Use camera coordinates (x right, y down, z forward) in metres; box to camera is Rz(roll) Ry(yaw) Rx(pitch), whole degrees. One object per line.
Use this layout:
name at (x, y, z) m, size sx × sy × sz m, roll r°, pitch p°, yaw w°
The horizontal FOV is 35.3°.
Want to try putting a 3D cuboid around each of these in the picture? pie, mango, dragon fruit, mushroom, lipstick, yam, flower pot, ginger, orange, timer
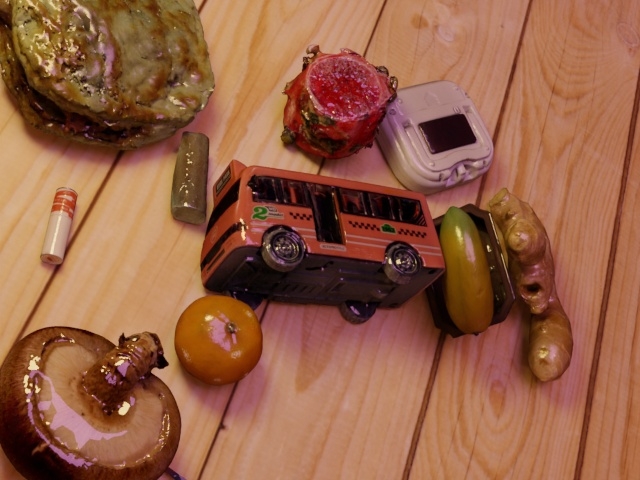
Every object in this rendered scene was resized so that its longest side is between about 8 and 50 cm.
pie at (-0.376, -0.360, 1.824) m, size 0.418 × 0.180 × 0.395 m, roll -11°, pitch 72°, yaw -39°
mango at (0.270, 0.061, 1.872) m, size 0.091 × 0.137 × 0.238 m, roll -14°, pitch 112°, yaw -2°
dragon fruit at (0.040, -0.289, 2.008) m, size 0.282 × 0.147 × 0.211 m, roll -26°, pitch 61°, yaw -21°
mushroom at (-0.352, 0.257, 1.533) m, size 0.297 × 0.163 × 0.278 m, roll 43°, pitch 61°, yaw -4°
lipstick at (-0.441, -0.025, 1.697) m, size 0.038 × 0.038 × 0.131 m, roll 18°, pitch 58°, yaw -21°
yam at (-0.239, -0.116, 1.842) m, size 0.068 × 0.068 × 0.170 m, roll 11°, pitch 60°, yaw -24°
flower pot at (0.301, 0.065, 2.010) m, size 0.084 × 0.178 × 0.251 m, roll 19°, pitch 53°, yaw -56°
ginger at (0.448, 0.074, 2.090) m, size 0.363 × 0.122 × 0.348 m, roll 64°, pitch 19°, yaw -18°
orange at (-0.170, 0.166, 1.700) m, size 0.156 × 0.124 × 0.156 m, roll 14°, pitch 56°, yaw -22°
timer at (0.249, -0.229, 2.163) m, size 0.262 × 0.087 × 0.237 m, roll -18°, pitch 76°, yaw -33°

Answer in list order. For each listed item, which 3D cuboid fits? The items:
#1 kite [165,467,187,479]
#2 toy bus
kite at (-0.166, 0.498, 1.597) m, size 0.360 × 0.022 × 0.204 m, roll 38°, pitch 53°, yaw -9°
toy bus at (0.000, 0.000, 1.838) m, size 0.426 × 0.203 × 0.233 m, roll 8°, pitch 58°, yaw -27°
